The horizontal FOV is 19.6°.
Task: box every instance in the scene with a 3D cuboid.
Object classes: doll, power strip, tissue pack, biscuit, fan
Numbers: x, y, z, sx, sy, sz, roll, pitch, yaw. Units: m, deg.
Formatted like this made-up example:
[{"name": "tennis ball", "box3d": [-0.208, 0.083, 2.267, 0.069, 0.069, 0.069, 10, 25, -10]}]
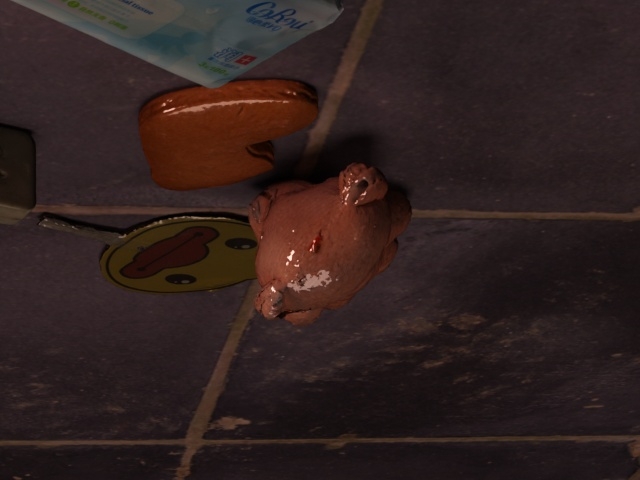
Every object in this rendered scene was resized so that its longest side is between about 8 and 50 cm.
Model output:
[{"name": "doll", "box3d": [0.000, 0.000, 2.073, 0.201, 0.156, 0.303, -49, 171, 0]}, {"name": "power strip", "box3d": [-0.418, -0.085, 1.820, 0.288, 0.093, 0.053, 11, 154, -33]}, {"name": "tissue pack", "box3d": [-0.132, -0.226, 1.572, 0.177, 0.089, 0.263, -27, 148, 36]}, {"name": "biscuit", "box3d": [-0.091, -0.104, 1.909, 0.186, 0.036, 0.192, -7, 156, 0]}, {"name": "fan", "box3d": [-0.184, 0.012, 2.170, 0.335, 0.011, 0.229, 14, 149, -36]}]
